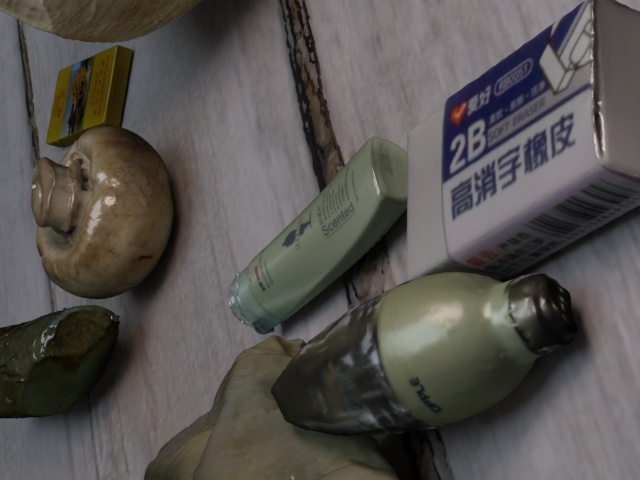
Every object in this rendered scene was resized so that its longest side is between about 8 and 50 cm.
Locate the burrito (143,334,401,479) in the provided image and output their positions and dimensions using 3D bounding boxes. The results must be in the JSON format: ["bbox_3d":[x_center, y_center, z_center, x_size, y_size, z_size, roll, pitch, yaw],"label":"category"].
[{"bbox_3d":[-0.044,0.198,1.274,0.332,0.135,0.190,-130,53,-59],"label":"burrito"}]

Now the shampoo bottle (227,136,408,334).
[{"bbox_3d":[0.000,0.000,1.362,0.212,0.049,0.072,-44,46,43],"label":"shampoo bottle"}]

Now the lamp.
[{"bbox_3d":[0.061,0.078,1.164,0.250,0.101,0.101,-24,56,37],"label":"lamp"}]

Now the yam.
[{"bbox_3d":[-0.272,0.121,1.712,0.259,0.106,0.106,-13,66,59],"label":"yam"}]

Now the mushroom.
[{"bbox_3d":[-0.210,-0.026,1.654,0.166,0.127,0.166,-169,90,-66],"label":"mushroom"}]

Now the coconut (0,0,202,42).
[{"bbox_3d":[-0.212,-0.357,1.589,0.360,0.346,0.346,-36,48,42],"label":"coconut"}]

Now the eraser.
[{"bbox_3d":[0.135,-0.054,1.142,0.210,0.068,0.124,-33,49,51],"label":"eraser"}]

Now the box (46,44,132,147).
[{"bbox_3d":[-0.247,-0.152,1.876,0.155,0.023,0.087,-11,71,58],"label":"box"}]
